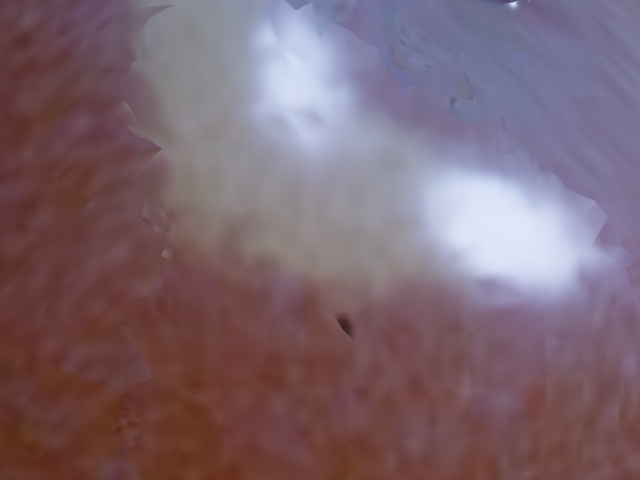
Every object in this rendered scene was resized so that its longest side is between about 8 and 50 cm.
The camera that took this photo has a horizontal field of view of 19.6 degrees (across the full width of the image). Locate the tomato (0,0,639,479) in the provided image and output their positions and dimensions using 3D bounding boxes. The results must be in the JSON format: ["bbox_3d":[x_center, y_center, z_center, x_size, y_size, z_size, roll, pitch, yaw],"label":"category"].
[{"bbox_3d":[0.000,0.000,0.470,0.341,0.272,0.341,8,49,-9],"label":"tomato"}]
